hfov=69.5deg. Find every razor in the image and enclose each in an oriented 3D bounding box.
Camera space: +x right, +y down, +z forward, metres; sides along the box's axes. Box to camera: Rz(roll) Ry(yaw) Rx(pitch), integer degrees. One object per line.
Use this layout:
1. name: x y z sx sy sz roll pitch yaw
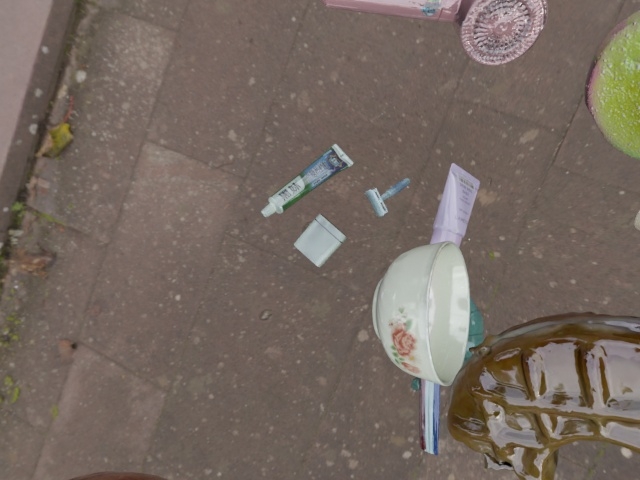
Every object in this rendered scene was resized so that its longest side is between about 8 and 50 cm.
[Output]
1. razor: 0.169 -0.115 1.097 0.040 0.135 0.068 -16 105 54

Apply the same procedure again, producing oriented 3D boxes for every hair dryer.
1. hair dryer: 0.165 -0.404 0.754 0.353 0.210 0.125 7 135 -2

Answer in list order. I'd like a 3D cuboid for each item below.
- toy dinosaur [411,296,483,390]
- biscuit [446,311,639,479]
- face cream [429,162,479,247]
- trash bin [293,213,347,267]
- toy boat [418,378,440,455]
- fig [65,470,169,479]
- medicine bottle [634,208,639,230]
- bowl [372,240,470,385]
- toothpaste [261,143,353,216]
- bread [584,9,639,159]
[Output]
1. toy dinosaur: 0.379 0.239 1.146 0.129 0.331 0.383 10 91 53
2. biscuit: 0.327 0.209 0.480 0.366 0.115 0.268 30 124 20
3. face cream: 0.425 -0.090 1.460 0.096 0.154 0.273 7 78 57
4. trash bin: 0.000 0.000 1.455 0.116 0.059 0.130 42 96 8
5. toy boat: 0.244 0.361 1.029 0.046 0.080 0.228 -1 99 5
6. fig: -0.167 0.256 0.316 0.205 0.205 0.205 0 90 18
7. medicine bottle: 0.698 0.005 0.822 0.114 0.114 0.252 -55 36 10
8. bowl: 0.195 0.139 0.916 0.145 0.277 0.276 -3 89 30
9. toothpaste: -0.045 -0.194 1.526 0.392 0.061 0.098 -41 87 -26
10. bread: 0.482 -0.215 0.647 0.034 0.228 0.228 -25 80 -25
